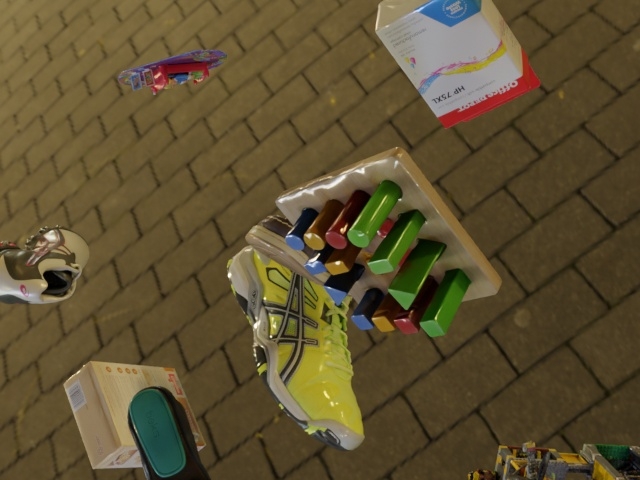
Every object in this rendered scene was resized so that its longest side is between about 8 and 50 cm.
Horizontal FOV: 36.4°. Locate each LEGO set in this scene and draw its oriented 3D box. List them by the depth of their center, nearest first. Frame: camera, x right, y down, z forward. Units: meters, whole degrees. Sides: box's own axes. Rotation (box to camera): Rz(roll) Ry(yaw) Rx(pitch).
[{"bbox_3d":[0.399,0.437,1.476,0.192,0.331,0.255,-125,49,-75],"label":"LEGO set"}]

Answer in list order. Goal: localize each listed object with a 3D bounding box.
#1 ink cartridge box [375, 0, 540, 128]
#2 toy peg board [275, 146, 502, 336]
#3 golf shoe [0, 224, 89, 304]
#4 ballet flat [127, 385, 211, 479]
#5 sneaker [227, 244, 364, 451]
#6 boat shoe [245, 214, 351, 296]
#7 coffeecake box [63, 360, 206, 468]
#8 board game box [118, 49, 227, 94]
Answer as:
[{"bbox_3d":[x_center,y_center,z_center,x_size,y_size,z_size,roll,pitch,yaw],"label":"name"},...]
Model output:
[{"bbox_3d":[0.192,-0.246,1.312,0.134,0.231,0.078,-25,35,27],"label":"ink cartridge box"},{"bbox_3d":[0.045,0.021,0.865,0.160,0.161,0.079,-17,29,46],"label":"toy peg board"},{"bbox_3d":[-0.396,0.050,1.415,0.120,0.273,0.105,20,102,12],"label":"golf shoe"},{"bbox_3d":[-0.137,0.241,0.961,0.074,0.074,0.203,-27,68,16],"label":"ballet flat"},{"bbox_3d":[-0.019,0.133,1.461,0.147,0.145,0.385,-36,57,14],"label":"sneaker"},{"bbox_3d":[0.000,0.000,1.139,0.102,0.285,0.092,31,91,22],"label":"boat shoe"},{"bbox_3d":[-0.277,0.264,1.468,0.068,0.185,0.142,-39,61,21],"label":"coffeecake box"},{"bbox_3d":[-0.220,-0.246,1.480,0.168,0.133,0.033,-14,88,9],"label":"board game box"}]
